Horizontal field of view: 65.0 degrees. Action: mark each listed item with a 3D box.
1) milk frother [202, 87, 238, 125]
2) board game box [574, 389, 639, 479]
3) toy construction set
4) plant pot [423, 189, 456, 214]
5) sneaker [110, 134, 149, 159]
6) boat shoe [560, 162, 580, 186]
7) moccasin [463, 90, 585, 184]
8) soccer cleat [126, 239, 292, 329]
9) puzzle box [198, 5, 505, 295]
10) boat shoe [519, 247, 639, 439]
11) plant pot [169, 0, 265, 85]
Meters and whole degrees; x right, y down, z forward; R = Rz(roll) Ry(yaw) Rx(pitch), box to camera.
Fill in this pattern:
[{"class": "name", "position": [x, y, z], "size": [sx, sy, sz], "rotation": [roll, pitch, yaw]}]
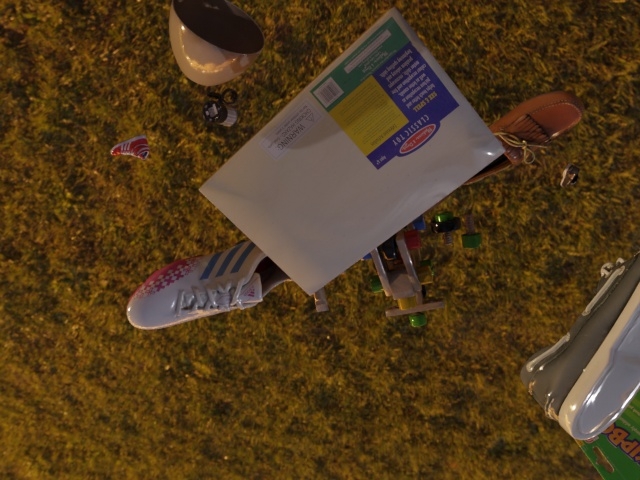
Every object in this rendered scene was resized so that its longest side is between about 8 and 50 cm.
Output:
[{"class": "milk frother", "position": [-0.358, -0.509, 1.923], "size": [0.143, 0.135, 0.129], "rotation": [2, 98, 16]}, {"class": "board game box", "position": [0.525, 0.271, 0.767], "size": [0.260, 0.039, 0.124], "rotation": [-34, 78, 3]}, {"class": "toy construction set", "position": [0.133, 0.084, 1.005], "size": [0.309, 0.257, 0.237], "rotation": [-12, 99, -9]}, {"class": "plant pot", "position": [0.392, -0.199, 1.922], "size": [0.231, 0.215, 0.215], "rotation": [-21, 125, 4]}, {"class": "sneaker", "position": [-0.562, -0.261, 1.486], "size": [0.119, 0.042, 0.066], "rotation": [-23, 81, 9]}, {"class": "boat shoe", "position": [0.735, -0.185, 1.470], "size": [0.046, 0.038, 0.125], "rotation": [-49, 151, -5]}, {"class": "moccasin", "position": [0.494, -0.255, 1.314], "size": [0.380, 0.146, 0.139], "rotation": [-23, 125, 41]}, {"class": "soccer cleat", "position": [-0.193, 0.086, 0.944], "size": [0.331, 0.143, 0.115], "rotation": [-26, 129, -22]}, {"class": "puzzle box", "position": [0.043, -0.118, 0.800], "size": [0.409, 0.052, 0.272], "rotation": [-38, 108, 20]}, {"class": "boat shoe", "position": [0.332, 0.059, 0.548], "size": [0.116, 0.099, 0.319], "rotation": [24, 99, -31]}, {"class": "plant pot", "position": [-0.340, -0.591, 1.536], "size": [0.284, 0.284, 0.191], "rotation": [27, 133, -16]}]
